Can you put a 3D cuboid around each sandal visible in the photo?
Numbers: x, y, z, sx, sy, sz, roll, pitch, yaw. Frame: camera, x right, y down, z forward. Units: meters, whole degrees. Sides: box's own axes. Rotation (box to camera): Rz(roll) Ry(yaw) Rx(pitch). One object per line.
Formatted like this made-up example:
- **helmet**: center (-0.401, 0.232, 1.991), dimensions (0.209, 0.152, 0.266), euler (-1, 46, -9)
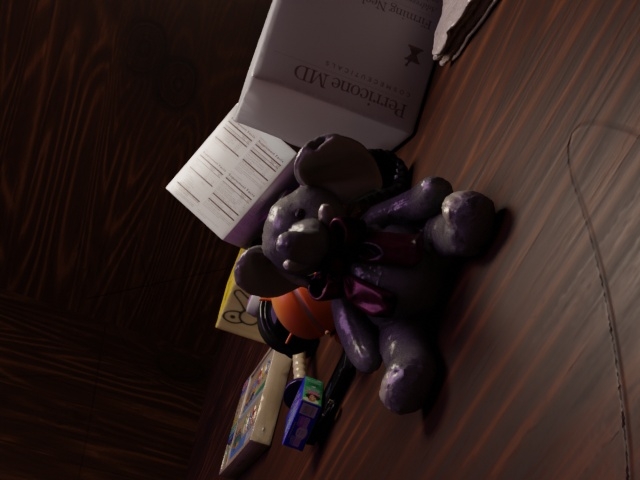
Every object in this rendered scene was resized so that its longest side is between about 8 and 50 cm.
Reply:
- **sandal**: center (-0.096, -0.028, 1.823), dimensions (0.169, 0.102, 0.417), euler (118, 174, -67)

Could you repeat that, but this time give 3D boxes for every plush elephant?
- **plush elephant**: center (0.035, 0.015, 1.023), dimensions (0.330, 0.255, 0.272), euler (-111, 41, -77)

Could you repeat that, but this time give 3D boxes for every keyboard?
- **keyboard**: center (0.018, 0.273, 1.355), dimensions (0.108, 0.023, 0.180), euler (-73, 6, -63)

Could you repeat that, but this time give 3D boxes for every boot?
- **boot**: center (0.018, 0.014, 1.394), dimensions (0.348, 0.131, 0.260), euler (-61, 2, -35)

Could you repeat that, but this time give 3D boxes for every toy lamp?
- **toy lamp**: center (-0.042, 0.245, 1.604), dimensions (0.275, 0.080, 0.080), euler (-96, 26, -68)

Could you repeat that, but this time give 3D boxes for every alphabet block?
- **alphabet block**: center (-0.142, 0.135, 2.061), dimensions (0.193, 0.197, 0.192), euler (-82, 15, -54)

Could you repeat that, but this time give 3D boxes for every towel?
- **towel**: center (0.258, -0.431, 1.297), dimensions (0.282, 0.049, 0.187), euler (125, 161, -60)

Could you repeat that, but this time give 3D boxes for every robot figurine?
- **robot figurine**: center (0.013, 0.073, 1.269), dimensions (0.219, 0.158, 0.128), euler (-32, 46, 7)

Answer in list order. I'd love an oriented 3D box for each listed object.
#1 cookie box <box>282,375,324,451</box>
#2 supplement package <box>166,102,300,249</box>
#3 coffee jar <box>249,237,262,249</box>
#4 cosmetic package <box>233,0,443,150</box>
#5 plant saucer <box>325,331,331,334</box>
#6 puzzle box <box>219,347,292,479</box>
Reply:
- **cookie box**: center (-0.029, 0.298, 1.377), dimensions (0.107, 0.040, 0.092), euler (-82, 14, -76)
- **supplement package**: center (-0.189, -0.147, 1.912), dimensions (0.263, 0.198, 0.199), euler (-49, -13, 1)
- **coffee jar**: center (-0.090, 0.056, 1.947), dimensions (0.096, 0.184, 0.079), euler (-104, 35, -76)
- **cosmetic package**: center (0.047, -0.404, 1.624), dimensions (0.327, 0.329, 0.394), euler (149, 139, -76)
- **plant saucer**: center (0.028, 0.148, 1.581), dimensions (0.083, 0.013, 0.084), euler (-160, 90, -81)
- **puzzle box**: center (-0.166, 0.438, 2.037), dimensions (0.409, 0.052, 0.272), euler (122, 165, -57)
